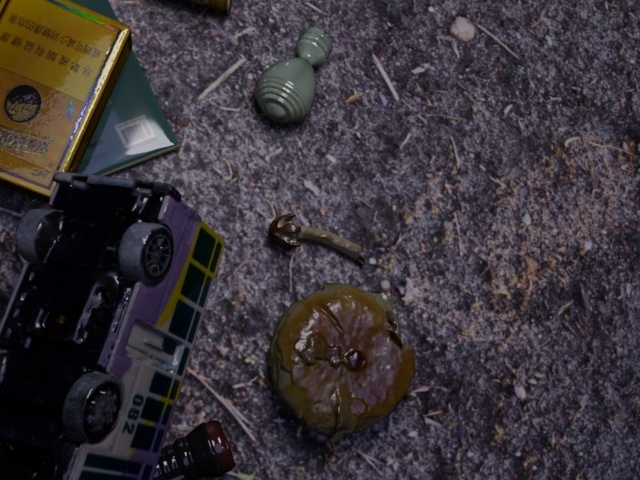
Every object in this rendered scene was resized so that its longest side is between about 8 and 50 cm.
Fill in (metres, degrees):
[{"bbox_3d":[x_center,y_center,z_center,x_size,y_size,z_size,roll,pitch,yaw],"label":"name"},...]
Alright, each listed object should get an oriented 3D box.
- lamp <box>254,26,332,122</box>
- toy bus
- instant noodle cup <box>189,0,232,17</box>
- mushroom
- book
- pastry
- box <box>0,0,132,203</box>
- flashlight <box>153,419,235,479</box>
[{"bbox_3d":[-0.042,-0.291,1.212,0.106,0.106,0.193,33,64,-8],"label":"lamp"},{"bbox_3d":[-0.310,0.152,0.955,0.209,0.249,0.440,7,70,20],"label":"toy bus"},{"bbox_3d":[-0.237,-0.482,1.164,0.185,0.168,0.168,7,79,-7],"label":"instant noodle cup"},{"bbox_3d":[0.000,0.000,1.193,0.187,0.061,0.060,15,72,-17],"label":"mushroom"},{"bbox_3d":[-0.433,-0.275,1.127,0.264,0.031,0.379,-25,88,-19],"label":"book"},{"bbox_3d":[0.034,0.196,1.132,0.235,0.121,0.257,-8,82,-17],"label":"pastry"},{"bbox_3d":[-0.440,-0.227,1.056,0.192,0.084,0.302,21,77,-9],"label":"box"},{"bbox_3d":[-0.251,0.355,1.042,0.232,0.093,0.093,-20,87,-15],"label":"flashlight"}]
